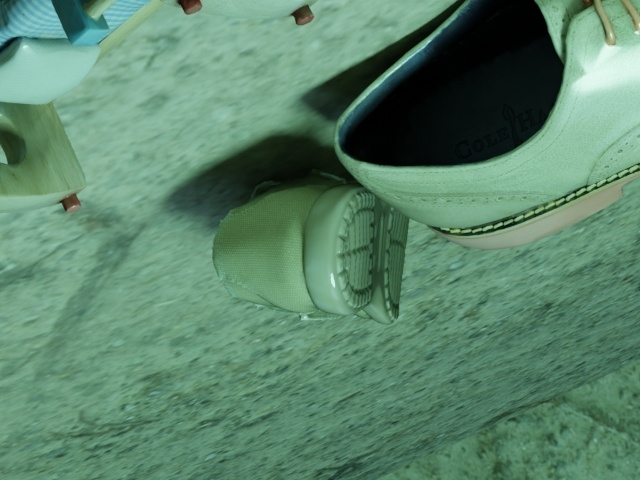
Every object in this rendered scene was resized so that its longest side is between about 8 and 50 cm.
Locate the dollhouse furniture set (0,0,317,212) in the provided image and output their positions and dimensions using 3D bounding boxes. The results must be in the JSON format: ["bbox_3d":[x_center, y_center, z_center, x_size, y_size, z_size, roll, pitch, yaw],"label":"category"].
[{"bbox_3d":[-0.121,-0.090,0.505,0.129,0.129,0.183,-36,162,33],"label":"dollhouse furniture set"}]

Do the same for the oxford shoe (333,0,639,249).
[{"bbox_3d":[0.185,-0.114,0.914,0.397,0.140,0.146,-35,156,24],"label":"oxford shoe"}]

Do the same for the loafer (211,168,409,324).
[{"bbox_3d":[0.000,0.000,1.090,0.092,0.102,0.268,7,177,11],"label":"loafer"}]
